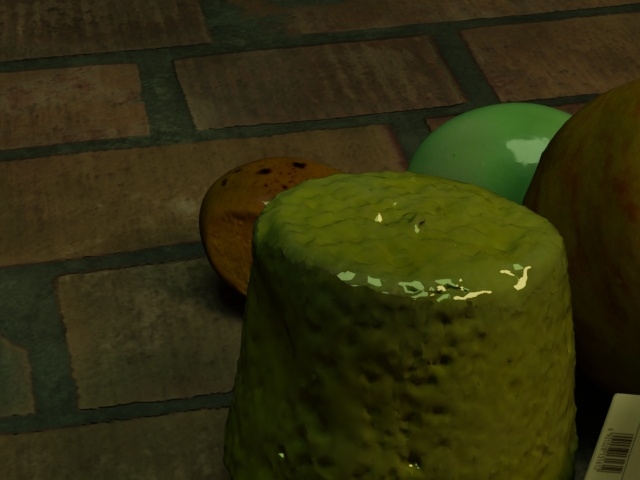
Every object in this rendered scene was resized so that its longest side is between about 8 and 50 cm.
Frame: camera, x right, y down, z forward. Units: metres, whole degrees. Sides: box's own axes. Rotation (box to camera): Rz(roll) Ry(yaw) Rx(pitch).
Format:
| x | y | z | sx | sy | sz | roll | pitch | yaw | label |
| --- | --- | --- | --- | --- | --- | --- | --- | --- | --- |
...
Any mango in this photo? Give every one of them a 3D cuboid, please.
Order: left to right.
| x | y | z | sx | sy | sz | roll | pitch | yaw | label |
| --- | --- | --- | --- | --- | --- | --- | --- | --- | --- |
| 0.000 | 0.000 | 2.024 | 0.290 | 0.160 | 0.191 | 22 | 27 | 30 | mango |

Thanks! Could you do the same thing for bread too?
| x | y | z | sx | sy | sz | roll | pitch | yaw | label |
| --- | --- | --- | --- | --- | --- | --- | --- | --- | --- |
| 0.072 | 0.106 | 1.657 | 0.348 | 0.308 | 0.348 | -3 | 25 | 2 | bread |

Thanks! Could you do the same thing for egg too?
| x | y | z | sx | sy | sz | roll | pitch | yaw | label |
| --- | --- | --- | --- | --- | --- | --- | --- | --- | --- |
| 0.227 | -0.052 | 2.032 | 0.270 | 0.220 | 0.220 | 15 | 33 | 27 | egg |

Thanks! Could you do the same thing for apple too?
| x | y | z | sx | sy | sz | roll | pitch | yaw | label |
| --- | --- | --- | --- | --- | --- | --- | --- | --- | --- |
| 0.397 | -0.013 | 1.764 | 0.400 | 0.333 | 0.400 | -16 | -13 | -4 | apple |

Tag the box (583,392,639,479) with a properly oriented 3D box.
| x | y | z | sx | sy | sz | roll | pitch | yaw | label |
| --- | --- | --- | --- | --- | --- | --- | --- | --- | --- |
| 0.274 | 0.246 | 1.563 | 0.058 | 0.141 | 0.201 | 3 | 26 | 19 | box |
